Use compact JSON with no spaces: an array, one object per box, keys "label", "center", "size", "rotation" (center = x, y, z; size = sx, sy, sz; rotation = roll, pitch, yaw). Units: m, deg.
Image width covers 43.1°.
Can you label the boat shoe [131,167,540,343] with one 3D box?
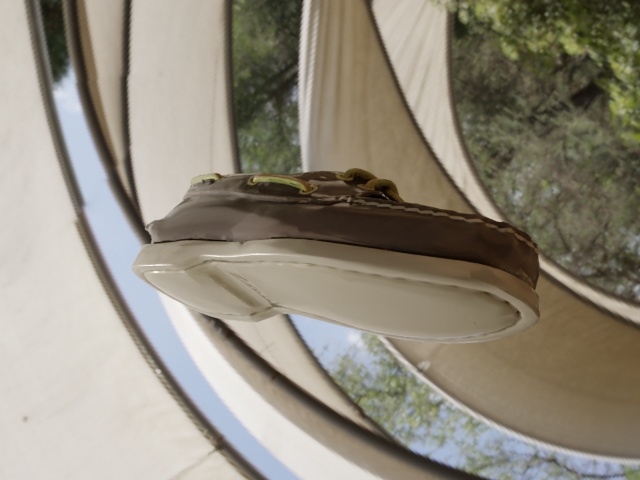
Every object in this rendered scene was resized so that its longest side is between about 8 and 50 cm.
[{"label":"boat shoe","center":[0.000,0.000,0.533],"size":[0.324,0.097,0.116],"rotation":[0,148,45]}]
